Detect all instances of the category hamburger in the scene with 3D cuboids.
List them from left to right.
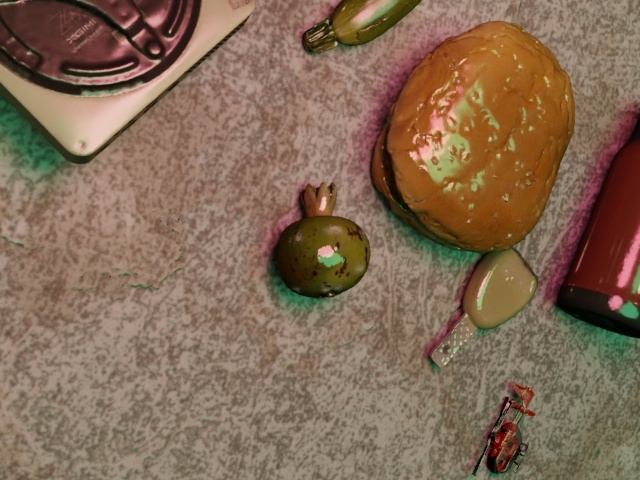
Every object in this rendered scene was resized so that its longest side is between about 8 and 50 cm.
[{"bbox_3d":[0.204,-0.130,1.217,0.260,0.145,0.283,27,77,-25],"label":"hamburger"}]

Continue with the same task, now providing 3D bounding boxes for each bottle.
[{"bbox_3d":[0.455,-0.039,1.363,0.144,0.144,0.336,25,83,-28],"label":"bottle"}]

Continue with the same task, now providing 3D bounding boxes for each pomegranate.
[{"bbox_3d":[0.000,0.000,1.149,0.115,0.114,0.142,4,70,-29],"label":"pomegranate"}]

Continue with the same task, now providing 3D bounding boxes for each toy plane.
[{"bbox_3d":[0.264,0.273,1.356,0.060,0.037,0.145,28,87,-18],"label":"toy plane"}]

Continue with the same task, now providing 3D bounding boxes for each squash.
[{"bbox_3d":[0.105,-0.332,1.181,0.080,0.071,0.318,37,79,14],"label":"squash"}]

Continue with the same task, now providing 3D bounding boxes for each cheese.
[{"bbox_3d":[0.215,0.096,1.306,0.192,0.037,0.097,-46,113,-17],"label":"cheese"}]

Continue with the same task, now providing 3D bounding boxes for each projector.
[{"bbox_3d":[-0.236,-0.250,0.958,0.259,0.079,0.257,46,72,-7],"label":"projector"}]
